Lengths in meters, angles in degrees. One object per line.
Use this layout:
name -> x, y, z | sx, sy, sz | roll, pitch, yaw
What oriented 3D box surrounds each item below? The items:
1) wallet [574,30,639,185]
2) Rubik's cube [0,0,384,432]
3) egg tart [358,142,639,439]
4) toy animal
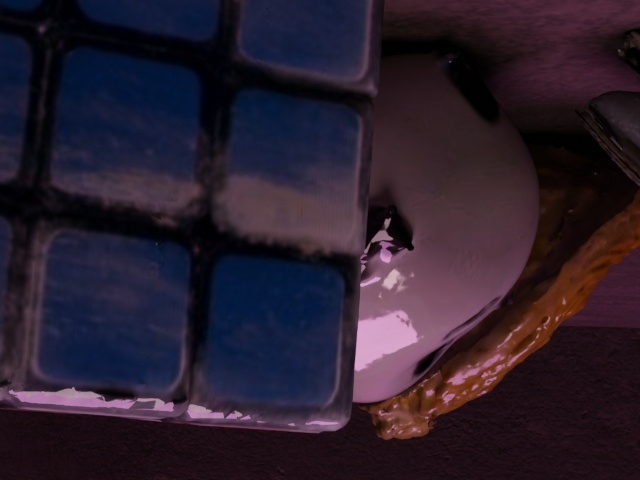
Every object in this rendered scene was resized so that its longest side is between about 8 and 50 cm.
wallet -> 0.312, -0.017, 0.905 | 0.223, 0.077, 0.309 | 45, -165, 33
Rubik's cube -> -0.138, -0.056, 0.556 | 0.259, 0.256, 0.253 | 7, 171, -25
egg tart -> 0.146, 0.021, 1.144 | 0.150, 0.352, 0.352 | 46, 170, 1
toy animal -> 0.007, -0.011, 0.934 | 0.251, 0.251, 0.310 | 9, 163, -36
